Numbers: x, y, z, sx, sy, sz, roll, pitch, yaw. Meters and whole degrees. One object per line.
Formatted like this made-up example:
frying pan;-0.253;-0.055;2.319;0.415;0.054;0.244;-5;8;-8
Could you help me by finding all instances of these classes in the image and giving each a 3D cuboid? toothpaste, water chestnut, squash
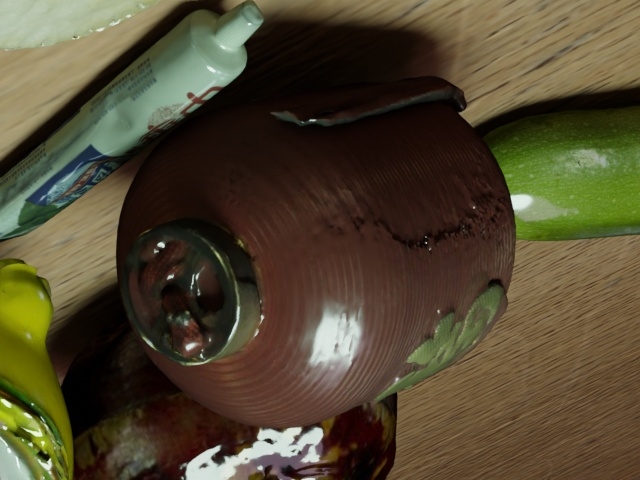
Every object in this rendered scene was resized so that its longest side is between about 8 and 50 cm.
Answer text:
toothpaste;-0.109;-0.052;0.947;0.233;0.038;0.060;-35;165;34
water chestnut;-0.057;0.130;1.179;0.224;0.238;0.223;-11;151;-6
squash;0.229;-0.049;1.227;0.341;0.094;0.094;-4;152;-34

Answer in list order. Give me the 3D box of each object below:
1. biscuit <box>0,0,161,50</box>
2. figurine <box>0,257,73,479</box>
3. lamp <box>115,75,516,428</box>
biscuit;-0.108;-0.124;0.798;0.152;0.020;0.152;-20;159;-8
figurine;-0.287;0.129;0.974;0.340;0.231;0.323;-19;134;-30
lamp;0.000;0.000;0.978;0.180;0.180;0.258;-38;167;33
